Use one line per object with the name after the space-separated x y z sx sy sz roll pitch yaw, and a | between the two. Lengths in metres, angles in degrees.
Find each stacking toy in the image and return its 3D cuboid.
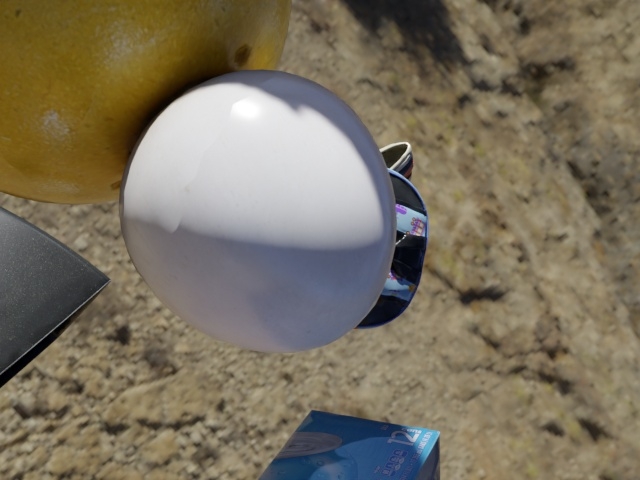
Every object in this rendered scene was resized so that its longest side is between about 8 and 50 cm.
-0.136 -0.131 0.581 0.351 0.350 0.480 -6 53 -52 | stacking toy

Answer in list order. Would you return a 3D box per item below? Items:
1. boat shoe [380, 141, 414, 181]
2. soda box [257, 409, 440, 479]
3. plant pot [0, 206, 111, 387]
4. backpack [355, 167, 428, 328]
0.038 -0.060 1.240 0.137 0.043 0.049 -26 58 -18 | boat shoe
-0.012 0.152 0.479 0.210 0.067 0.071 -46 138 -59 | soda box
-0.368 0.068 1.263 0.167 0.188 0.187 47 51 -1 | plant pot
0.000 0.000 1.041 0.173 0.117 0.158 12 82 -10 | backpack
